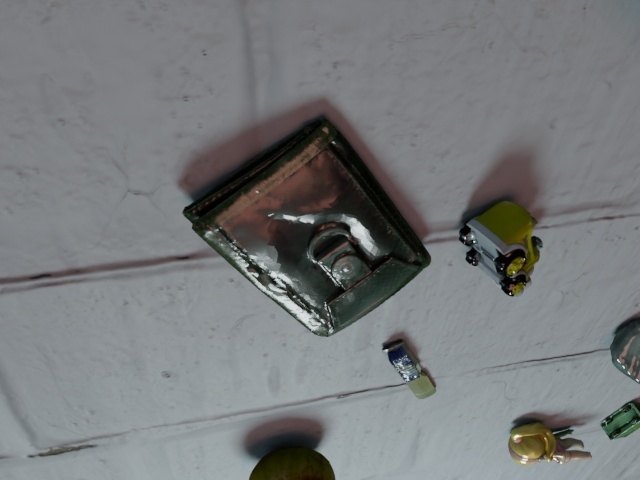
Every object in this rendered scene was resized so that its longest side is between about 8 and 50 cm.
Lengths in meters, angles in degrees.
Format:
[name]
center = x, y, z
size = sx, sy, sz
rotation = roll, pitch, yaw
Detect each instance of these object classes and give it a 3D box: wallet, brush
[wallet]
center = 0.001, 0.002, 0.622
size = 0.160, 0.055, 0.236
rotation = -35, 135, 10
[brush]
center = 0.132, 0.192, 0.889
size = 0.033, 0.030, 0.178
rotation = -33, 137, 3

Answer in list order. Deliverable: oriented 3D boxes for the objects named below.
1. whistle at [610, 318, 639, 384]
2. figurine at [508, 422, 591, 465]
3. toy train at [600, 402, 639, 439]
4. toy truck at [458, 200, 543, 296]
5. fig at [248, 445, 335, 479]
[whistle]
center = 0.596, 0.220, 0.979
size = 0.348, 0.189, 0.189
rotation = 21, 127, -22
[figurine]
center = 0.418, 0.372, 1.152
size = 0.187, 0.083, 0.083
rotation = 12, 132, -20
[toy train]
center = 0.582, 0.342, 1.194
size = 0.056, 0.038, 0.093
rotation = 6, 134, -33
[toy truck]
center = 0.207, 0.009, 0.688
size = 0.077, 0.076, 0.111
rotation = -39, 139, -5
[fig]
center = -0.044, 0.384, 0.968
size = 0.136, 0.120, 0.153
rotation = -4, 138, -7
